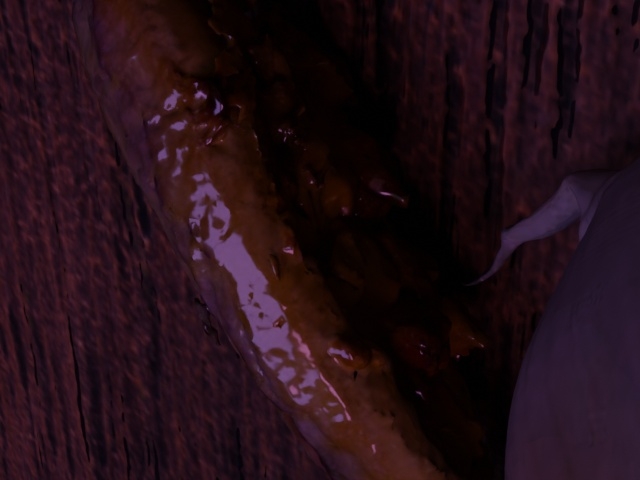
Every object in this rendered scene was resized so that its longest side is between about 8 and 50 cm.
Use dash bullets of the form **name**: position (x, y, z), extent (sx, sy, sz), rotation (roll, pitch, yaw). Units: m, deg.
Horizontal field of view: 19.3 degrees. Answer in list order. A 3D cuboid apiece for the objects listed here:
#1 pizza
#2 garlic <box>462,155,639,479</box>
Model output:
- **pizza**: position (0.000, 0.000, 0.769), extent (0.085, 0.161, 0.305), rotation (-31, 97, 16)
- **garlic**: position (0.180, 0.105, 0.601), extent (0.246, 0.231, 0.340), rotation (108, 158, -59)
